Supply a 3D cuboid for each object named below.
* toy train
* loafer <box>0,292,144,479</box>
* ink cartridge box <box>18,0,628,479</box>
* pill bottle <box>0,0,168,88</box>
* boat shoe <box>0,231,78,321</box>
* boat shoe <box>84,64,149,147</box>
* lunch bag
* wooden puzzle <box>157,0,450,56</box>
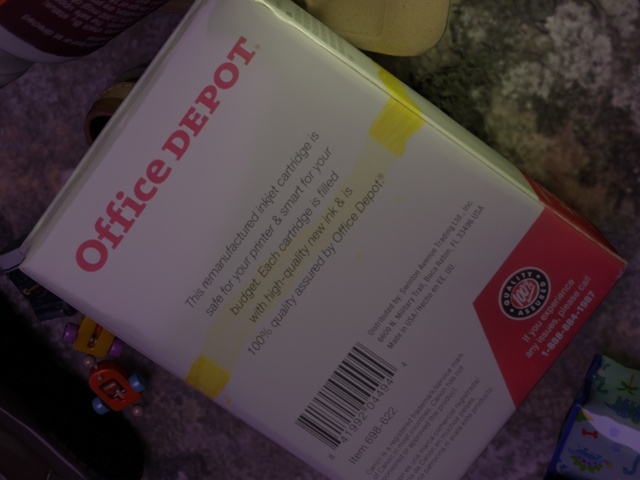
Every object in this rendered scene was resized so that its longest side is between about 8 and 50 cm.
[{"bbox_3d":[-0.173,0.092,1.571,0.166,0.046,0.125,-35,119,19],"label":"toy train"},{"bbox_3d":[-0.344,0.146,1.608,0.366,0.134,0.130,46,119,2],"label":"loafer"},{"bbox_3d":[0.000,0.000,1.306,0.384,0.160,0.279,36,102,-9],"label":"ink cartridge box"},{"bbox_3d":[-0.178,-0.272,1.237,0.392,0.224,0.224,-29,96,25],"label":"pill bottle"},{"bbox_3d":[-0.218,0.014,1.552,0.183,0.065,0.083,-22,107,31],"label":"boat shoe"},{"bbox_3d":[-0.092,-0.010,1.453,0.324,0.116,0.123,45,119,2],"label":"boat shoe"},{"bbox_3d":[0.262,0.193,1.398,0.128,0.096,0.151,23,131,11],"label":"lunch bag"},{"bbox_3d":[-0.047,-0.336,1.341,0.347,0.080,0.322,11,113,14],"label":"wooden puzzle"}]
